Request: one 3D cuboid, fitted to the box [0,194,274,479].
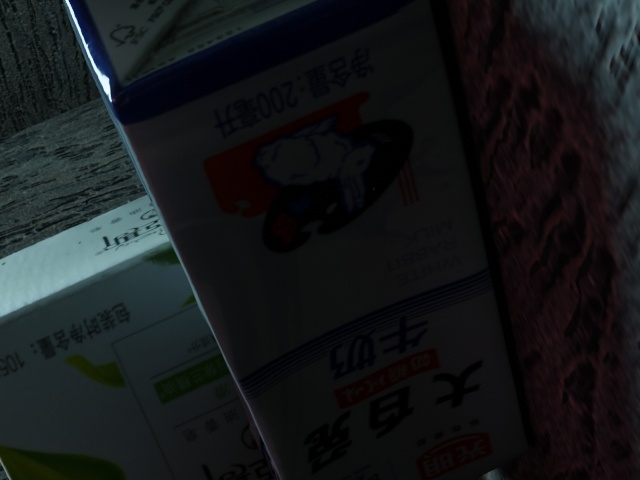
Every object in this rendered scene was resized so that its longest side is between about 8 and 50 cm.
[{"bbox_3d":[-0.060,0.070,0.847,0.194,0.260,0.111,67,170,-20],"label":"box"}]

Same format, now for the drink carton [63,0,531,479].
[{"bbox_3d":[0.000,0.000,0.664,0.315,0.130,0.106,71,174,-45],"label":"drink carton"}]
